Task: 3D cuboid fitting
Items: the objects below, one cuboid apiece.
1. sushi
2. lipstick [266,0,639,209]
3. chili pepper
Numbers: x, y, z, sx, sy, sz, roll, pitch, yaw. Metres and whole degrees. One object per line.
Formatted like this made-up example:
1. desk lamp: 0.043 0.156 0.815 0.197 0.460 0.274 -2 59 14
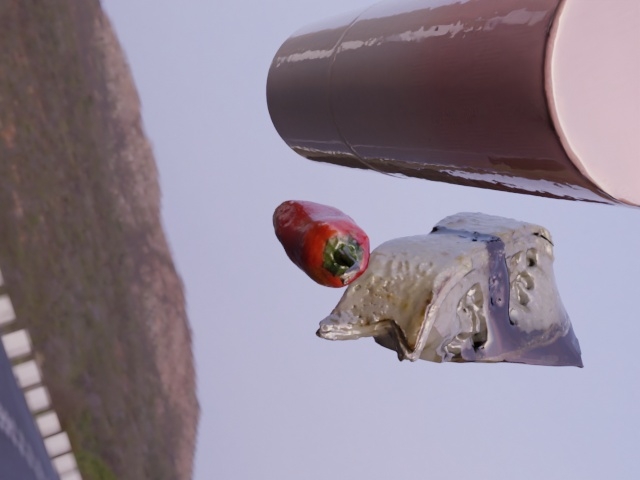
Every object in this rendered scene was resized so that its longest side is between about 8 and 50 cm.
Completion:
1. sushi: 0.104 0.029 0.899 0.134 0.273 0.109 25 -77 46
2. lipstick: 0.057 -0.068 0.489 0.327 0.087 0.087 -161 -125 -72
3. chili pepper: 0.001 0.000 0.782 0.059 0.050 0.191 32 2 -20
